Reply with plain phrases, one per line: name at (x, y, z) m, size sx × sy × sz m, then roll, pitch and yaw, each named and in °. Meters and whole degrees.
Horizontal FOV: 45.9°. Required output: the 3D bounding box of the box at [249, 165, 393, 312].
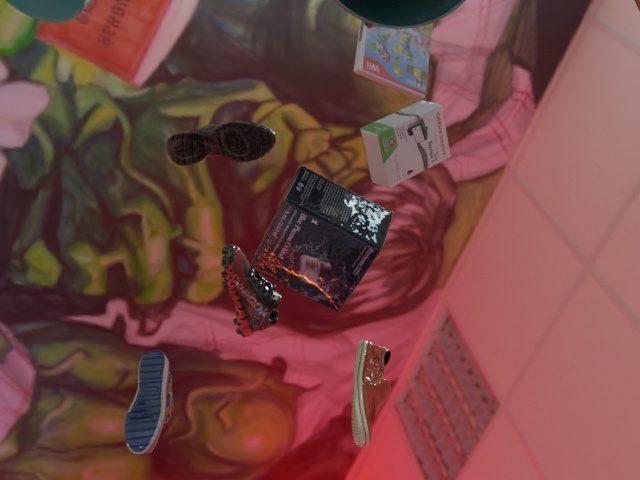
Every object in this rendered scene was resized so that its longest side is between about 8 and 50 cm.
box at (0.000, 0.000, 1.132) m, size 0.156 × 0.158 × 0.093 m, roll -60°, pitch -174°, yaw 40°

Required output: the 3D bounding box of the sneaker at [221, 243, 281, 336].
sneaker at (-0.173, 0.122, 1.928) m, size 0.097 × 0.135 × 0.276 m, roll -92°, pitch 171°, yaw -58°

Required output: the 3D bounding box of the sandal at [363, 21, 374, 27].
sandal at (0.103, -0.482, 1.404) m, size 0.049 × 0.072 × 0.180 m, roll 43°, pitch -27°, yaw 32°

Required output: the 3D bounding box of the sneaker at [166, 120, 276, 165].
sneaker at (-0.248, -0.265, 1.948) m, size 0.130 × 0.286 × 0.109 m, roll -61°, pitch 148°, yaw -63°

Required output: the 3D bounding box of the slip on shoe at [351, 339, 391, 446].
slip on shoe at (0.134, 0.395, 1.988) m, size 0.331 × 0.101 × 0.123 m, roll -78°, pitch 173°, yaw -52°

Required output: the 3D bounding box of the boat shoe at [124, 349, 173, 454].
boat shoe at (-0.278, 0.279, 1.274) m, size 0.066 × 0.066 × 0.183 m, roll 69°, pitch 21°, yaw -50°

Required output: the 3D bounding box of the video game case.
video game case at (0.184, -0.504, 1.817) m, size 0.025 × 0.204 × 0.285 m, roll -10°, pitch -111°, yaw 56°

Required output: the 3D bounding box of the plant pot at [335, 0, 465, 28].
plant pot at (0.114, -0.494, 1.230) m, size 0.195 × 0.290 × 0.290 m, roll -114°, pitch -142°, yaw -74°

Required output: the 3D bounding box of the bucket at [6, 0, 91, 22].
bucket at (-0.557, -0.604, 1.561) m, size 0.281 × 0.281 × 0.183 m, roll -50°, pitch -164°, yaw 52°

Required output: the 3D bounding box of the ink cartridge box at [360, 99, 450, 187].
ink cartridge box at (0.231, -0.261, 2.029) m, size 0.092 × 0.219 × 0.160 m, roll 29°, pitch -39°, yaw 54°

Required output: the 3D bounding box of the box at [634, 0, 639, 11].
box at (0.455, -0.389, 0.920) m, size 0.201 × 0.164 × 0.021 m, roll -16°, pitch -159°, yaw 48°
